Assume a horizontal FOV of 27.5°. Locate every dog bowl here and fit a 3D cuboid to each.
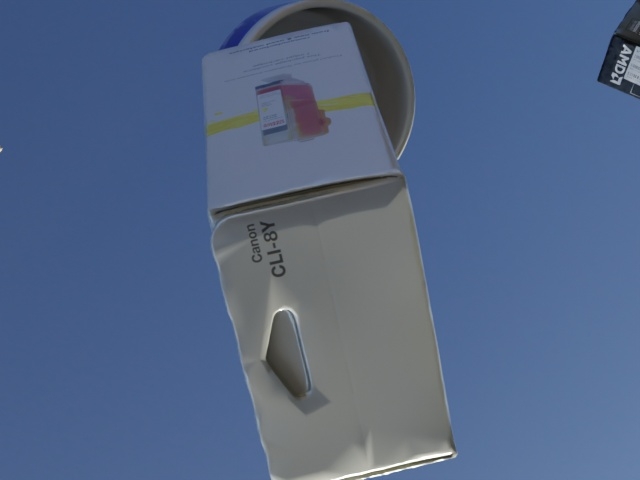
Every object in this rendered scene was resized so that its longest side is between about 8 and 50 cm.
[{"bbox_3d":[-0.014,-0.183,1.724,0.264,0.104,0.265,-3,-82,-25],"label":"dog bowl"}]

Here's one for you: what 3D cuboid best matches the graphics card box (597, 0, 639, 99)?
[{"bbox_3d":[0.594,-0.236,1.796,0.233,0.371,0.094,-50,-21,-40],"label":"graphics card box"}]

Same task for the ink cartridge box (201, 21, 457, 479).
[{"bbox_3d":[0.000,0.000,1.190,0.160,0.385,0.279,-12,-63,1],"label":"ink cartridge box"}]

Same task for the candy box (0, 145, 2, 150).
[{"bbox_3d":[-0.480,-0.141,1.358,0.183,0.316,0.087,44,-82,9],"label":"candy box"}]
